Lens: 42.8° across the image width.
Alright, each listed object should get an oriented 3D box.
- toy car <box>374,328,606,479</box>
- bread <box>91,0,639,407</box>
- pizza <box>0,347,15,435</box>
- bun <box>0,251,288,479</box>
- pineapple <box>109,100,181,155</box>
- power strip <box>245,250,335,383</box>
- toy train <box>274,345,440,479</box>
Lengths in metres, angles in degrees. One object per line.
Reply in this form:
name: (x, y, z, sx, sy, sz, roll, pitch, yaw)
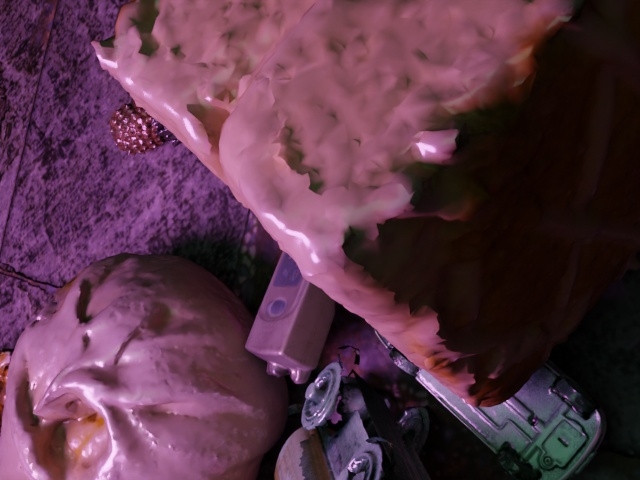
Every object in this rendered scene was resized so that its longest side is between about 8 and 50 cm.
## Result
toy car: (0.148, 0.116, 0.715, 0.224, 0.076, 0.090, 43, 102, 32)
bread: (0.116, -0.116, 0.556, 0.279, 0.390, 0.371, 40, 90, 28)
pizza: (-0.455, 0.238, 1.112, 0.229, 0.081, 0.289, -50, 30, 9)
bun: (-0.226, 0.186, 0.892, 0.365, 0.219, 0.365, -11, 71, 34)
pineapple: (-0.191, -0.153, 1.027, 0.159, 0.074, 0.074, -6, 77, 33)
power strip: (0.002, 0.001, 0.823, 0.080, 0.048, 0.286, -1, 63, 55)
toy train: (0.022, 0.220, 0.688, 0.189, 0.126, 0.307, -50, 17, 6)
